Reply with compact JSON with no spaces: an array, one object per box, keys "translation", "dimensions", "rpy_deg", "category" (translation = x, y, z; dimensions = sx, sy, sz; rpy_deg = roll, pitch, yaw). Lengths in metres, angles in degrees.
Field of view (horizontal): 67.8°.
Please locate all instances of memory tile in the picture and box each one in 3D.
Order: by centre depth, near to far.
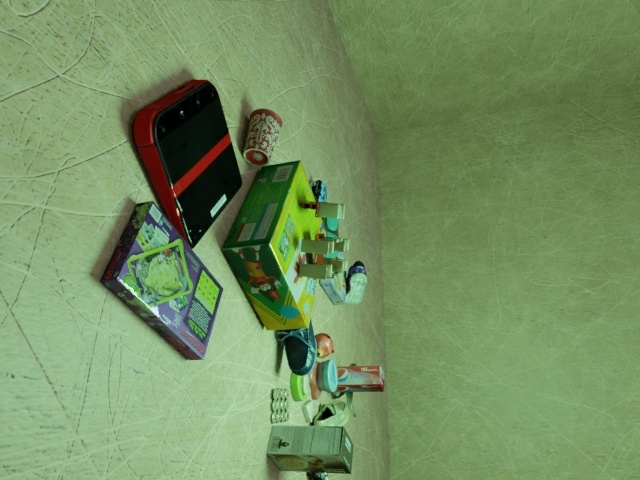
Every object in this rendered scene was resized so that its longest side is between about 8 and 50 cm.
[{"translation":[-0.136,0.564,1.629],"dimensions":[0.148,0.012,0.113],"rpy_deg":[41,45,-65],"category":"memory tile"}]

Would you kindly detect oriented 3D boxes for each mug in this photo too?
[{"translation":[-0.190,-0.330,1.604],"dimensions":[0.150,0.113,0.170],"rpy_deg":[58,34,-51],"category":"mug"}]

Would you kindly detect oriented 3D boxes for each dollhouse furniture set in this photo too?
[{"translation":[0.000,0.000,1.582],"dimensions":[0.262,0.134,0.260],"rpy_deg":[-8,103,-72],"category":"dollhouse furniture set"}]

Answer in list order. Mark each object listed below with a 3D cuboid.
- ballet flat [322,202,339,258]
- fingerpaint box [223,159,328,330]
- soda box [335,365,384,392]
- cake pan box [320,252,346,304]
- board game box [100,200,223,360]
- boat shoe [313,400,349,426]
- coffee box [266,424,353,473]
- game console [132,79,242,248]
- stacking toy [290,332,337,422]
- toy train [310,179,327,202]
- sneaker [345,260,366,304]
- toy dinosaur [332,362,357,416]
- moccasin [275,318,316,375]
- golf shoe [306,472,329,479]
[{"translation":[0.021,-0.019,2.171],"dimensions":[0.116,0.124,0.343],"rpy_deg":[22,48,-24],"category":"ballet flat"},{"translation":[-0.126,0.012,1.599],"dimensions":[0.445,0.163,0.371],"rpy_deg":[-76,153,-47],"category":"fingerpaint box"},{"translation":[0.147,0.612,2.101],"dimensions":[0.084,0.262,0.092],"rpy_deg":[64,25,-45],"category":"soda box"},{"translation":[0.065,0.151,2.333],"dimensions":[0.267,0.070,0.246],"rpy_deg":[61,26,-53],"category":"cake pan box"},{"translation":[-0.338,0.103,1.083],"dimensions":[0.347,0.056,0.208],"rpy_deg":[65,21,-46],"category":"board game box"},{"translation":[0.046,0.736,2.008],"dimensions":[0.302,0.109,0.098],"rpy_deg":[-15,99,-67],"category":"boat shoe"},{"translation":[-0.029,0.675,1.539],"dimensions":[0.098,0.246,0.141],"rpy_deg":[-79,156,-44],"category":"coffee box"},{"translation":[-0.325,-0.213,1.237],"dimensions":[0.387,0.060,0.342],"rpy_deg":[-68,153,-55],"category":"game console"},{"translation":[-0.002,0.535,1.876],"dimensions":[0.280,0.130,0.309],"rpy_deg":[-75,153,-50],"category":"stacking toy"},{"translation":[-0.014,-0.194,2.182],"dimensions":[0.105,0.080,0.184],"rpy_deg":[74,18,-46],"category":"toy train"},{"translation":[0.178,0.214,2.472],"dimensions":[0.294,0.102,0.146],"rpy_deg":[109,-13,-48],"category":"sneaker"},{"translation":[0.113,0.682,2.209],"dimensions":[0.064,0.118,0.268],"rpy_deg":[75,16,-48],"category":"toy dinosaur"},{"translation":[-0.099,0.307,1.693],"dimensions":[0.117,0.137,0.342],"rpy_deg":[54,20,-51],"category":"moccasin"},{"translation":[0.009,0.927,1.866],"dimensions":[0.094,0.077,0.198],"rpy_deg":[-70,150,-56],"category":"golf shoe"}]
